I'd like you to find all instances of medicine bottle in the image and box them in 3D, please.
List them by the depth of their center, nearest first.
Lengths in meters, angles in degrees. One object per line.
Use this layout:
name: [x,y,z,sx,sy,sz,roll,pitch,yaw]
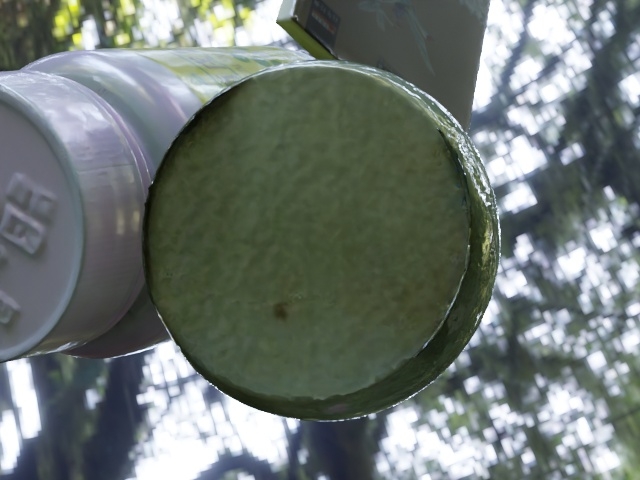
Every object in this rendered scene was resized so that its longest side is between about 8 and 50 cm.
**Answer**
medicine bottle: [-0.124,-0.031,1.213,0.213,0.213,0.379,-47,-16,26]

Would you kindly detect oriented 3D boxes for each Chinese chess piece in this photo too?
Chinese chess piece: [0.000,0.000,0.889,0.188,0.188,0.083,-28,-15,9]

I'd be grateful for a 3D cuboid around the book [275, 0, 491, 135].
book: [0.068,-0.230,1.378,0.021,0.310,0.217,-17,-42,37]
